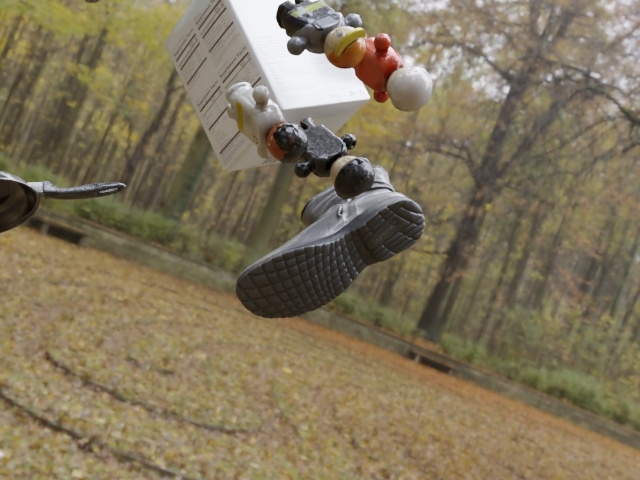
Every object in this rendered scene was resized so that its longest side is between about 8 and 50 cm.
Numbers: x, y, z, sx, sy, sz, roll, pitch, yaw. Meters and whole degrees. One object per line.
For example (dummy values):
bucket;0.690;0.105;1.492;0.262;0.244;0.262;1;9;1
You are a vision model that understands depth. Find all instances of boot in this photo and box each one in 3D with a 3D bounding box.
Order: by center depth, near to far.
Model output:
boot;0.000;0.000;1.485;0.223;0.338;0.118;-129;-163;-64

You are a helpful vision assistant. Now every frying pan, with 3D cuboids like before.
frying pan;-0.518;-0.085;1.466;0.326;0.053;0.197;-22;-22;2

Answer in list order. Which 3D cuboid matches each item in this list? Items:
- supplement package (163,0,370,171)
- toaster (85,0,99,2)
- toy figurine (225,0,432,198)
supplement package;-0.094;-0.286;1.465;0.199;0.262;0.198;-15;-17;-42
toaster;-0.415;-0.579;1.669;0.129;0.227;0.146;39;51;25
toy figurine;0.012;-0.173;1.073;0.148;0.213;0.209;44;13;35
